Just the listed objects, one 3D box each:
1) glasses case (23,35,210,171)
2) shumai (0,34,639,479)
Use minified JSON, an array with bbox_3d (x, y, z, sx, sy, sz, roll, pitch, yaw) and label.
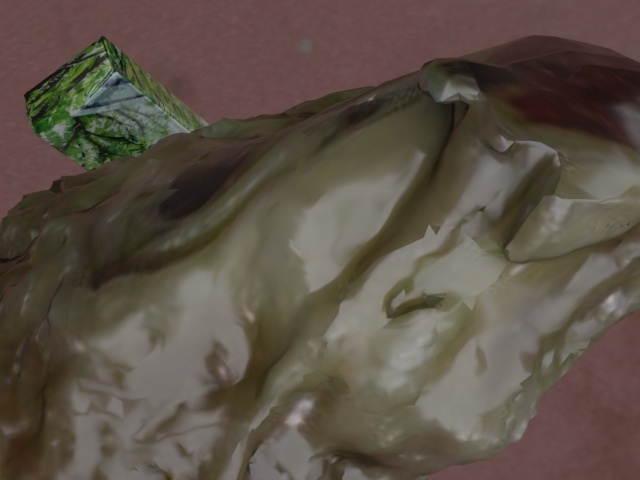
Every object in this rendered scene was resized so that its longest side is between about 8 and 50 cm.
[{"bbox_3d":[-0.145,-0.075,1.237,0.095,0.062,0.272,-34,143,14],"label":"glasses case"},{"bbox_3d":[0.001,-0.003,0.514,0.217,0.283,0.346,44,47,9],"label":"shumai"}]
